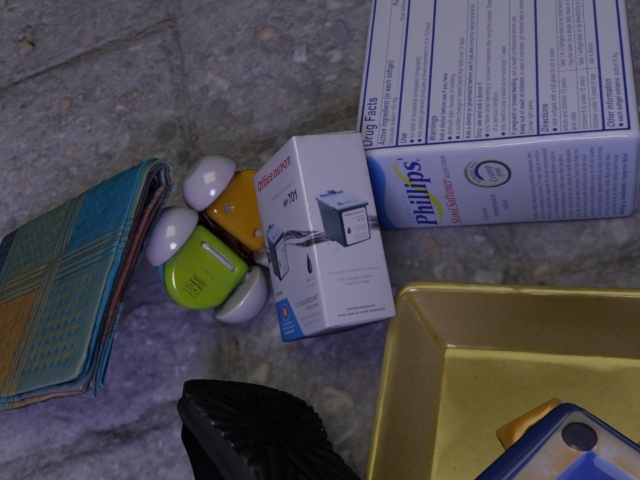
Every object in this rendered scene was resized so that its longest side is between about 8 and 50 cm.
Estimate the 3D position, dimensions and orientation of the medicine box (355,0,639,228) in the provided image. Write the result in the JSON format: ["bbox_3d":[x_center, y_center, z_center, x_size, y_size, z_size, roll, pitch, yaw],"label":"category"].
[{"bbox_3d":[0.198,-0.165,0.910,0.289,0.149,0.263,-3,58,18],"label":"medicine box"}]

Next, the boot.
[{"bbox_3d":[-0.076,0.291,0.722,0.348,0.131,0.260,-145,70,-66],"label":"boot"}]

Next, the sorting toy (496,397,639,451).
[{"bbox_3d":[0.247,0.260,0.584,0.196,0.047,0.348,-39,55,-8],"label":"sorting toy"}]

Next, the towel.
[{"bbox_3d":[-0.313,0.066,0.912,0.370,0.040,0.271,-19,48,43],"label":"towel"}]

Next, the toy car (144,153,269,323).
[{"bbox_3d":[-0.122,-0.001,0.934,0.182,0.159,0.136,-56,24,-19],"label":"toy car"}]

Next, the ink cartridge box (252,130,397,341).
[{"bbox_3d":[0.000,0.000,0.830,0.082,0.139,0.191,-8,80,-23],"label":"ink cartridge box"}]

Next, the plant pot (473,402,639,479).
[{"bbox_3d":[0.141,0.246,0.436,0.236,0.212,0.236,-33,51,-28],"label":"plant pot"}]

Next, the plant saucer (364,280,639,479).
[{"bbox_3d":[0.211,0.203,0.711,0.332,0.081,0.333,1,60,19],"label":"plant saucer"}]
